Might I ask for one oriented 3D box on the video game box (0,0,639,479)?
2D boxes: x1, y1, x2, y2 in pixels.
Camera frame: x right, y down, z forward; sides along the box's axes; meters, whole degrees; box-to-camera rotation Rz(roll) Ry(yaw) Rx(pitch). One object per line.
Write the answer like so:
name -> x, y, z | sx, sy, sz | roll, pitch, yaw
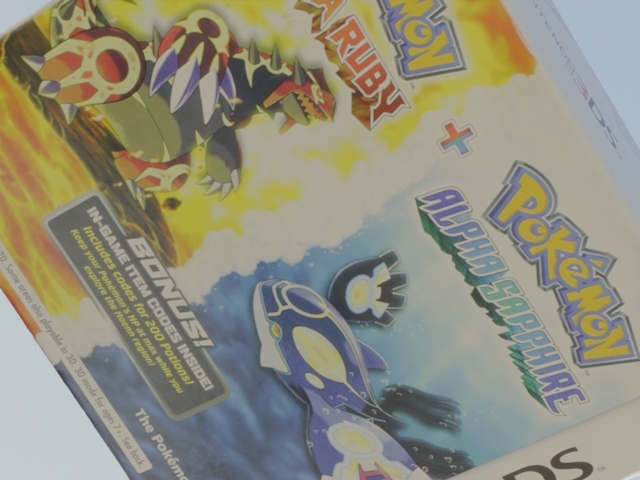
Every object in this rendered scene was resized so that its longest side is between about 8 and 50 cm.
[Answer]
video game box -> 0.000, 0.000, 0.497 | 0.187, 0.048, 0.205 | -28, -79, 23
